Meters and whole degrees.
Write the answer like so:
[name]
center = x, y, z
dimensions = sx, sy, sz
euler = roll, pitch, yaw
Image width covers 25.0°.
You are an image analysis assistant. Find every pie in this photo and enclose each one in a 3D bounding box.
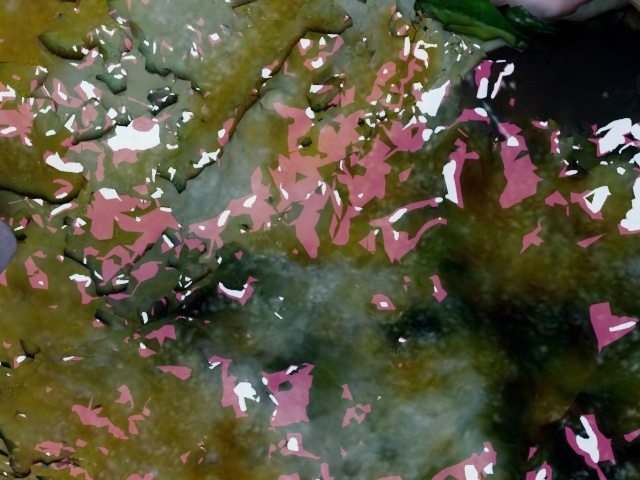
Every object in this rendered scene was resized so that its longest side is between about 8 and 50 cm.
[pie]
center = 0.000, 0.000, 0.469
dimensions = 0.371, 0.078, 0.297
euler = 20, 120, -2

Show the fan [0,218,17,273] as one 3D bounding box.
[fan]
center = -0.199, 0.019, 0.486
dimensions = 0.282, 0.023, 0.057
euler = -14, 112, 39
